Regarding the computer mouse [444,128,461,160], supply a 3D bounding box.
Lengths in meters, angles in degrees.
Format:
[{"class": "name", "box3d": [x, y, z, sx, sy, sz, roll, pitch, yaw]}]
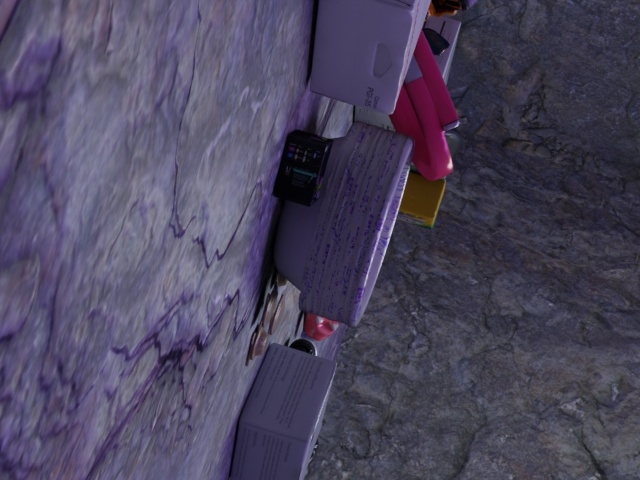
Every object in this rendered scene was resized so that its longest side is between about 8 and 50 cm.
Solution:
[{"class": "computer mouse", "box3d": [0.185, -0.206, 2.454, 0.072, 0.272, 0.189, 53, -38, 40]}]

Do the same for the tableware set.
[{"class": "tableware set", "box3d": [-0.074, 0.102, 1.651, 0.169, 0.020, 0.141, -63, 169, -58]}]

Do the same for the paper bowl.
[{"class": "paper bowl", "box3d": [0.027, -0.030, 1.584, 0.284, 0.148, 0.284, 17, 90, -85]}]

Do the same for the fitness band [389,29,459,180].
[{"class": "fitness band", "box3d": [0.126, -0.227, 1.606, 0.209, 0.054, 0.291, -151, -142, -81]}]

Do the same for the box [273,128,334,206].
[{"class": "box", "box3d": [-0.021, -0.093, 1.416, 0.062, 0.052, 0.083, -52, 157, -76]}]

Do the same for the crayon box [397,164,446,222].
[{"class": "crayon box", "box3d": [0.133, -0.097, 2.150, 0.323, 0.203, 0.083, 43, 65, -83]}]

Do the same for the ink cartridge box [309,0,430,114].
[{"class": "ink cartridge box", "box3d": [0.084, -0.334, 1.397, 0.207, 0.117, 0.283, 98, 10, -58]}]

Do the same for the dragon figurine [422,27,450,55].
[{"class": "dragon figurine", "box3d": [0.151, -0.290, 1.781, 0.144, 0.289, 0.085, -19, 134, -35]}]

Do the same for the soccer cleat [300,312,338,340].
[{"class": "soccer cleat", "box3d": [0.014, 0.091, 2.279, 0.095, 0.083, 0.248, -31, -142, 52]}]

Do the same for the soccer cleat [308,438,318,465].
[{"class": "soccer cleat", "box3d": [-0.059, 0.424, 2.333, 0.318, 0.108, 0.116, -68, 177, -62]}]

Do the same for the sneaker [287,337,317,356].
[{"class": "sneaker", "box3d": [-0.061, 0.295, 2.103, 0.121, 0.079, 0.217, 1, 98, -81]}]

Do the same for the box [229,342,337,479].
[{"class": "box", "box3d": [-0.062, 0.303, 1.846, 0.182, 0.119, 0.181, -67, 172, -47]}]

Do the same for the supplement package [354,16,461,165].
[{"class": "supplement package", "box3d": [0.159, -0.291, 2.125, 0.262, 0.145, 0.204, 91, 17, -72]}]

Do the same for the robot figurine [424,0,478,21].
[{"class": "robot figurine", "box3d": [0.187, -0.459, 1.789, 0.085, 0.211, 0.291, 60, 37, -40]}]
